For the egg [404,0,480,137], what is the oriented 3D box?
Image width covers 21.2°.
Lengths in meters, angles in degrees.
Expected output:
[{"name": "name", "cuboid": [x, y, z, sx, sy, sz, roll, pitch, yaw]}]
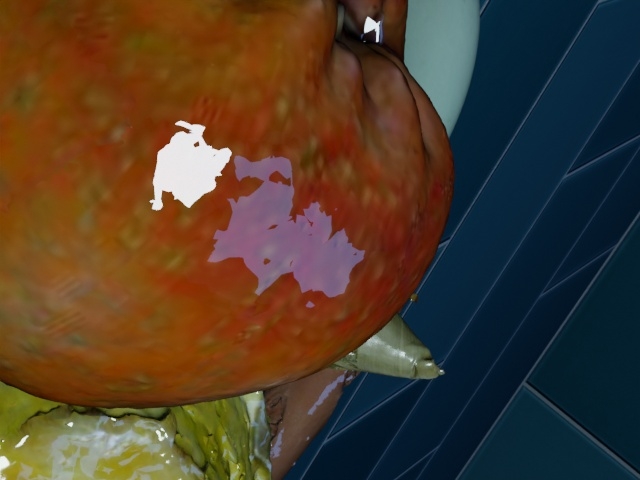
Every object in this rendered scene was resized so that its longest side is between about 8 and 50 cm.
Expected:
[{"name": "egg", "cuboid": [-0.008, -0.094, 1.008, 0.264, 0.183, 0.183, -51, 165, -24]}]

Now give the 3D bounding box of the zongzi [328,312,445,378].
[{"name": "zongzi", "cuboid": [0.000, 0.000, 1.146, 0.099, 0.197, 0.194, 13, 82, -64]}]

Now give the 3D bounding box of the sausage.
[{"name": "sausage", "cuboid": [-0.012, 0.144, 1.709, 0.326, 0.079, 0.087, -54, -171, 11]}]

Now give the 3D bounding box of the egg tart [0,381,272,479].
[{"name": "egg tart", "cuboid": [-0.157, 0.165, 0.984, 0.341, 0.132, 0.341, -7, 106, -25]}]

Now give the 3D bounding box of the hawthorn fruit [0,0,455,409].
[{"name": "hawthorn fruit", "cuboid": [-0.100, -0.041, 0.784, 0.298, 0.277, 0.277, -40, 169, 23]}]
